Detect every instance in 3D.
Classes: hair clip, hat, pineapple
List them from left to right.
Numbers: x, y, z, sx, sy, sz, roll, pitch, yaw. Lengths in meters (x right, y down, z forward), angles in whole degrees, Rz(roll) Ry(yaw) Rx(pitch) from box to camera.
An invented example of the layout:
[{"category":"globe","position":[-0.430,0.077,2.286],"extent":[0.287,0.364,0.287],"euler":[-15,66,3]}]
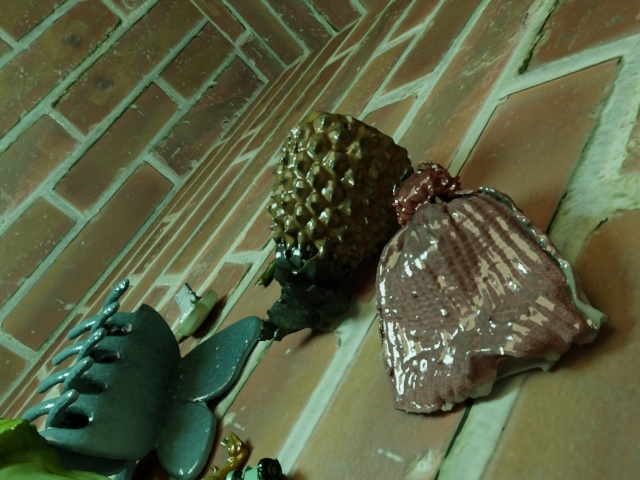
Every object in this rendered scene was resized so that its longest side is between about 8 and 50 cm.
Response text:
[{"category":"hair clip","position":[-0.333,0.263,0.889],"extent":[0.392,0.238,0.318],"euler":[-35,28,26]},{"category":"hair clip","position":[-0.308,0.171,1.204],"extent":[0.159,0.071,0.218],"euler":[-55,17,-4]},{"category":"pineapple","position":[0.002,0.001,0.799],"extent":[0.223,0.223,0.357],"euler":[3,72,61]},{"category":"hat","position":[0.148,0.032,0.574],"extent":[0.237,0.107,0.286],"euler":[-34,50,28]}]

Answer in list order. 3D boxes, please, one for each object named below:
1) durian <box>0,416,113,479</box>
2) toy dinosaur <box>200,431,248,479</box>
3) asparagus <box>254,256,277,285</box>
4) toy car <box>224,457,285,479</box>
[{"category":"durian","position":[-0.352,0.399,0.614],"extent":[0.256,0.204,0.339],"euler":[1,82,15]},{"category":"toy dinosaur","position":[-0.128,0.348,0.644],"extent":[0.142,0.057,0.212],"euler":[-32,31,-16]},{"category":"asparagus","position":[-0.098,0.056,1.082],"extent":[0.108,0.021,0.025],"euler":[-54,28,-17]},{"category":"toy car","position":[-0.079,0.319,0.579],"extent":[0.073,0.054,0.143],"euler":[-33,28,26]}]
